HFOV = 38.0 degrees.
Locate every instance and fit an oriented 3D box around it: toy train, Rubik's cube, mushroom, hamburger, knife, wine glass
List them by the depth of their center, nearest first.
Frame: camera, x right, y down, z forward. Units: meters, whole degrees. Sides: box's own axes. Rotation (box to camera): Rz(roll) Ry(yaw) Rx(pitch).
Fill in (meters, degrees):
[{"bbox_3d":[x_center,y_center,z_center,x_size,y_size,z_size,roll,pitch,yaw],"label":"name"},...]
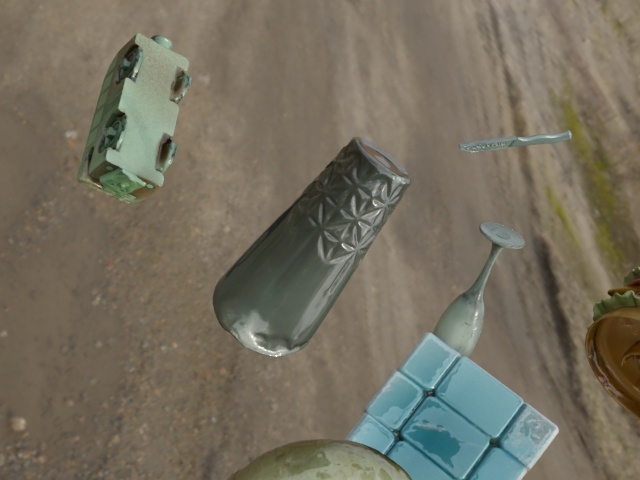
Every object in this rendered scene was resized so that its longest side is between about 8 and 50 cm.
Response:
[{"bbox_3d":[-0.002,0.448,1.455,0.352,0.352,0.260,44,33,-28],"label":"mushroom"},{"bbox_3d":[0.593,0.161,1.526,0.212,0.274,0.274,-37,96,-29],"label":"hamburger"},{"bbox_3d":[0.333,-0.169,1.592,0.028,0.210,0.015,115,-34,-70],"label":"knife"},{"bbox_3d":[-0.328,-0.220,1.661,0.129,0.159,0.326,26,56,-32],"label":"toy train"},{"bbox_3d":[0.242,0.429,1.875,0.322,0.316,0.318,38,-16,16],"label":"Rubik's cube"},{"bbox_3d":[0.397,0.143,1.928,0.264,0.309,0.096,18,26,-2],"label":"wine glass"}]

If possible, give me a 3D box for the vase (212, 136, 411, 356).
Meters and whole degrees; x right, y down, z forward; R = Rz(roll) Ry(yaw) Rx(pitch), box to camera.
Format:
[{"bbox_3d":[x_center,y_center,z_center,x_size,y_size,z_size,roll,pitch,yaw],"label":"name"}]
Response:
[{"bbox_3d":[0.000,0.000,1.296,0.156,0.300,0.251,40,18,7],"label":"vase"}]
